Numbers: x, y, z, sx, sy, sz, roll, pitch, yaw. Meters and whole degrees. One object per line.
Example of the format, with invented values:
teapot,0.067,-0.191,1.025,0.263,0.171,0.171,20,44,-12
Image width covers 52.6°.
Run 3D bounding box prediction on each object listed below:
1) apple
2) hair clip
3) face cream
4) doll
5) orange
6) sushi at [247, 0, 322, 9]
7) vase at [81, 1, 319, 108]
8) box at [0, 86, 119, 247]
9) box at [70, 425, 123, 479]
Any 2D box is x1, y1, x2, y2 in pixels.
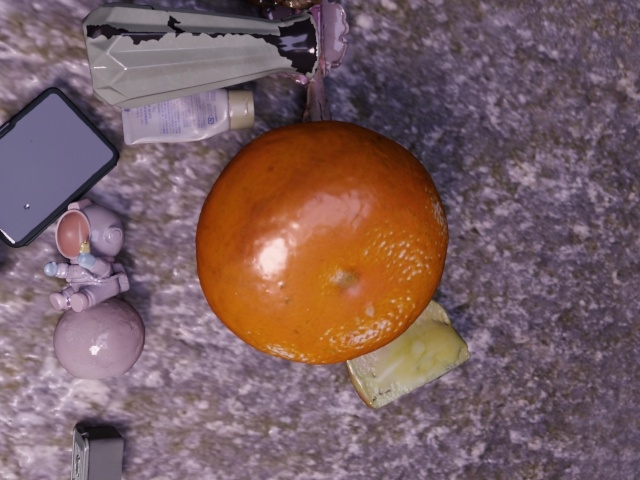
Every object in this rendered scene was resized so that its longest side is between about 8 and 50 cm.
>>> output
apple,0.153,0.207,1.314,0.265,0.120,0.193,-22,91,-25
hair clip,-0.019,-0.314,1.200,0.173,0.069,0.300,-5,87,-26
face cream,-0.230,-0.228,1.125,0.224,0.070,0.114,-5,94,-13
doll,-0.363,0.075,1.050,0.151,0.151,0.287,-5,91,-25
orange,0.000,0.000,1.093,0.424,0.326,0.423,-7,111,-18
sushi,-0.055,-0.510,1.090,0.225,0.238,0.218,12,135,-33
vase,-0.189,-0.309,1.049,0.360,0.165,0.165,-10,100,-18
box,-0.452,-0.114,1.028,0.230,0.050,0.160,-46,112,-13
box,-0.380,0.376,1.100,0.069,0.084,0.122,2,96,-33
